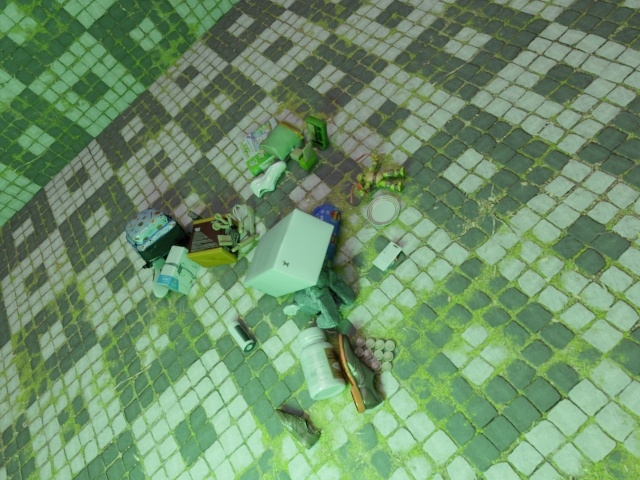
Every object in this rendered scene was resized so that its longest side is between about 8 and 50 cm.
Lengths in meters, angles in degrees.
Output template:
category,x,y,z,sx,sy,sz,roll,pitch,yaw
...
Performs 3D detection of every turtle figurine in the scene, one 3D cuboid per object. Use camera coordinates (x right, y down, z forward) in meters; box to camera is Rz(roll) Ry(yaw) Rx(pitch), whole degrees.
category,x,y,z,sx,sy,sz,roll,pitch,yaw
turtle figurine,0.236,-0.247,1.805,0.218,0.087,0.269,7,59,21

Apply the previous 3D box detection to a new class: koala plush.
category,x,y,z,sx,sy,sz,roll,pitch,yaw
koala plush,-0.025,0.213,1.634,0.221,0.203,0.196,-21,18,46

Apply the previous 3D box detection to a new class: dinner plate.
category,x,y,z,sx,sy,sz,roll,pitch,yaw
dinner plate,0.257,-0.121,1.770,0.141,0.017,0.141,-12,59,21

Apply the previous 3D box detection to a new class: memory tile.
category,x,y,z,sx,sy,sz,roll,pitch,yaw
memory tile,0.188,0.405,1.529,0.148,0.012,0.113,1,65,26

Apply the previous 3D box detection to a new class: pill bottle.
category,x,y,z,sx,sy,sz,roll,pitch,yaw
pill bottle,-0.003,0.433,1.536,0.131,0.131,0.229,-28,55,11

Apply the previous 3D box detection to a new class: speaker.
category,x,y,z,sx,sy,sz,roll,pitch,yaw
speaker,-0.326,0.393,1.767,0.055,0.055,0.136,-47,53,-2

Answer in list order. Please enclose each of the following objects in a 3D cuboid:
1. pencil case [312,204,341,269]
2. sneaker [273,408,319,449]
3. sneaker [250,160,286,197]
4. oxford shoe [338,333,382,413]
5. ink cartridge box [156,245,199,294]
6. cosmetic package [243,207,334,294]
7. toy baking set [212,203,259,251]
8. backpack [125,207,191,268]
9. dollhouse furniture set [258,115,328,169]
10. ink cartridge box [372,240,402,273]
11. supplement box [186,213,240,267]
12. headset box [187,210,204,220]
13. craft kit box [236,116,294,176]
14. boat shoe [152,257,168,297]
category,x,y,z,sx,sy,sz,roll,pitch,yaw
pencil case,0.000,0.000,1.771,0.133,0.119,0.305,-3,63,32
sneaker,-0.083,0.646,1.517,0.188,0.066,0.071,34,66,30
sneaker,-0.236,-0.289,2.082,0.212,0.080,0.094,-39,65,12
oxford shoe,0.130,0.446,1.491,0.099,0.097,0.271,-17,69,-6
ink cartridge box,-0.656,0.139,2.014,0.082,0.139,0.190,6,67,30
cosmetic package,-0.135,0.065,1.627,0.453,0.162,0.229,-28,41,65
toy baking set,-0.370,-0.065,1.956,0.196,0.256,0.030,57,140,2
backpack,-0.831,-0.033,2.125,0.277,0.213,0.263,-40,36,-24
dollhouse furniture set,-0.141,-0.492,2.029,0.302,0.151,0.197,29,67,23
ink cartridge box,0.262,0.065,1.662,0.115,0.029,0.063,-48,54,-5
supplement box,-0.490,0.003,2.010,0.192,0.129,0.194,-10,61,22
headset box,-0.631,-0.116,2.185,0.083,0.062,0.032,27,78,34
craft kit box,-0.288,-0.483,2.215,0.247,0.061,0.249,-36,54,8
boat shoe,-0.775,0.191,2.094,0.070,0.078,0.219,122,146,-42
